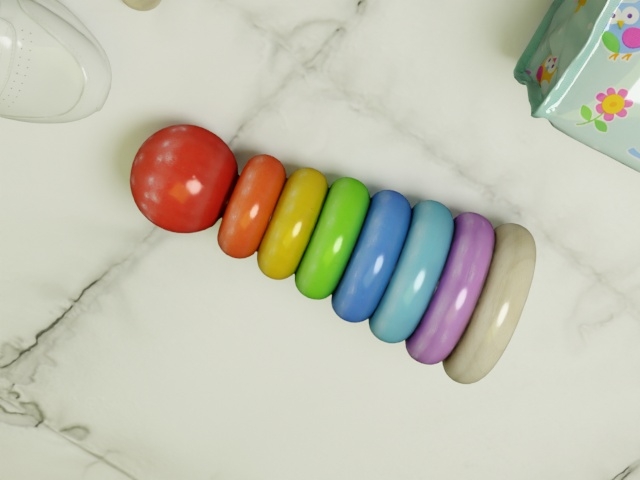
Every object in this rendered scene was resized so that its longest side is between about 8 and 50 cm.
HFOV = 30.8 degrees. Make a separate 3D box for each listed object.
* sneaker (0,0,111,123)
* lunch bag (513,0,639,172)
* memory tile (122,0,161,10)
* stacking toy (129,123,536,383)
[{"bbox_3d":[-0.312,-0.145,0.870,0.305,0.152,0.114,19,121,-8],"label":"sneaker"},{"bbox_3d":[0.294,-0.163,0.794,0.223,0.160,0.262,27,111,-8],"label":"lunch bag"},{"bbox_3d":[-0.149,-0.252,0.864,0.113,0.012,0.148,24,123,-10],"label":"memory tile"},{"bbox_3d":[0.000,0.000,0.954,0.330,0.141,0.141,21,123,-2],"label":"stacking toy"}]
